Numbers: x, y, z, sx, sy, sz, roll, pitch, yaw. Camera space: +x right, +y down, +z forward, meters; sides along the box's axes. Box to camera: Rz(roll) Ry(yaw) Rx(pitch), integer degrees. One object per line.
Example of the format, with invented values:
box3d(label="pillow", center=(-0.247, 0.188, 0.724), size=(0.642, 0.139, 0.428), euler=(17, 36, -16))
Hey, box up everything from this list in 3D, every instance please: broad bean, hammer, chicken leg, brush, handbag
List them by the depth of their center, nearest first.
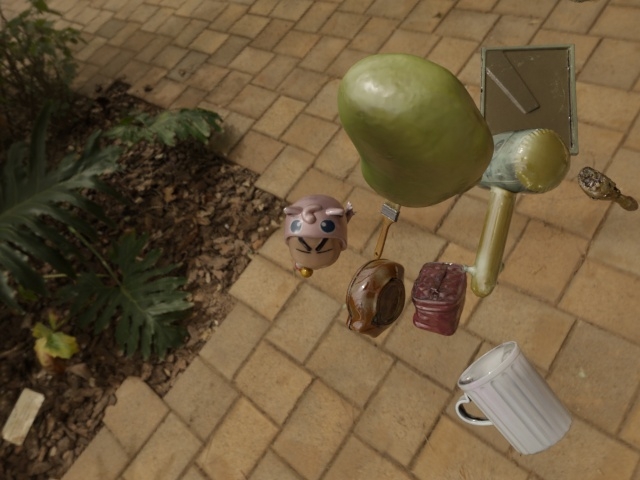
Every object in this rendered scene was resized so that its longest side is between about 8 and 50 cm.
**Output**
box3d(label="broad bean", center=(0.079, -0.079, 0.371), size=(0.125, 0.174, 0.082), euler=(19, 85, 17))
box3d(label="hammer", center=(0.322, -0.045, 0.798), size=(0.113, 0.202, 0.305), euler=(13, 96, -9))
box3d(label="brush", center=(0.137, -0.030, 0.924), size=(0.014, 0.169, 0.043), euler=(-18, 43, -38))
box3d(label="chicken leg", center=(0.812, -0.135, 1.245), size=(0.198, 0.069, 0.084), euler=(28, 32, -8))
box3d(label="handbag", center=(0.357, 0.164, 1.320), size=(0.147, 0.135, 0.225), euler=(7, 34, 26))

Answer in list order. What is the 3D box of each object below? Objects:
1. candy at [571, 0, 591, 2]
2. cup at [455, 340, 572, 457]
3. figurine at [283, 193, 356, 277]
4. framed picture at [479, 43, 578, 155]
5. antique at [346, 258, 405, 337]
box3d(label="candy", center=(0.445, -0.527, 0.710), size=(0.185, 0.295, 0.295), euler=(-32, 53, -4))
box3d(label="cup", center=(0.439, 0.369, 1.033), size=(0.167, 0.221, 0.202), euler=(-34, 78, -24))
box3d(label="figurine", center=(0.000, 0.000, 1.091), size=(0.176, 0.287, 0.186), euler=(-2, 73, -3))
box3d(label="framed picture", center=(0.563, -0.386, 1.205), size=(0.248, 0.022, 0.334), euler=(3, 74, 12))
box3d(label="antique", center=(0.195, 0.194, 1.501), size=(0.129, 0.224, 0.277), euler=(17, 78, 52))
